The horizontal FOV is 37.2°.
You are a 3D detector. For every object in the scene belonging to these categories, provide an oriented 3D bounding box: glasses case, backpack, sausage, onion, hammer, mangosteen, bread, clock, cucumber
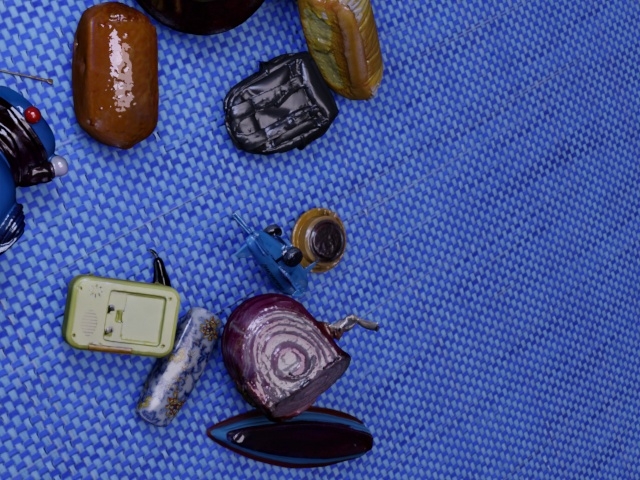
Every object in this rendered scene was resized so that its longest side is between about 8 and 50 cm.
[{"bbox_3d":[-0.278,0.250,1.886,0.087,0.065,0.248,35,72,-31],"label":"glasses case"},{"bbox_3d":[-0.087,-0.275,1.968,0.258,0.133,0.206,-31,104,-21],"label":"backpack"},{"bbox_3d":[-0.377,-0.302,1.757,0.141,0.153,0.268,-2,93,-33],"label":"sausage"},{"bbox_3d":[-0.085,0.223,1.910,0.230,0.256,0.272,45,49,14],"label":"onion"},{"bbox_3d":[-0.547,-0.302,1.733,0.123,0.014,0.029,9,95,-35],"label":"hammer"},{"bbox_3d":[-0.219,-0.530,1.738,0.306,0.347,0.307,-2,105,-7],"label":"mangosteen"},{"bbox_3d":[0.048,-0.422,1.967,0.119,0.152,0.288,-56,154,-21],"label":"bread"},{"bbox_3d":[-0.375,0.142,1.789,0.202,0.096,0.143,10,89,-21],"label":"clock"},{"bbox_3d":[-0.311,0.096,1.881,0.039,0.043,0.163,-20,107,-69],"label":"cucumber"}]

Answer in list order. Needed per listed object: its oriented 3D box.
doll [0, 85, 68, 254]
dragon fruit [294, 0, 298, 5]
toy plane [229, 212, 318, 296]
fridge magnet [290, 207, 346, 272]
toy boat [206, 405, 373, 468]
[{"bbox_3d":[-0.595,-0.111,1.583,0.284,0.240,0.310,46,62,-9],"label":"doll"},{"bbox_3d":[-0.055,-0.612,1.973,0.317,0.152,0.205,33,92,-43],"label":"dragon fruit"},{"bbox_3d":[-0.085,0.041,1.942,0.105,0.254,0.271,-46,145,6],"label":"toy plane"},{"bbox_3d":[0.000,0.000,2.059,0.143,0.063,0.143,-1,92,-34],"label":"fridge magnet"},{"bbox_3d":[-0.055,0.422,2.035,0.392,0.079,0.136,11,84,-35],"label":"toy boat"}]
